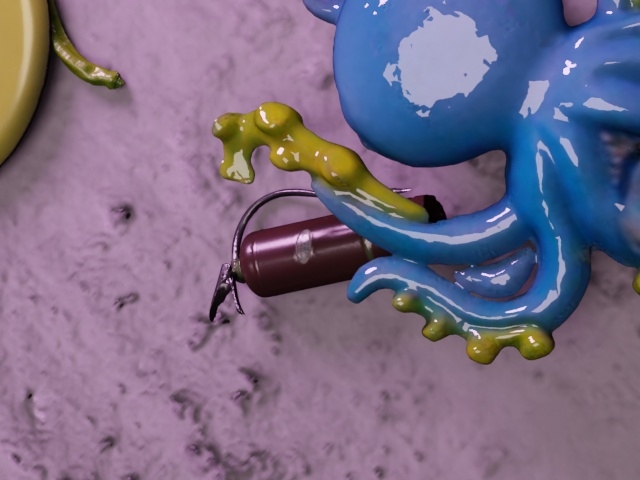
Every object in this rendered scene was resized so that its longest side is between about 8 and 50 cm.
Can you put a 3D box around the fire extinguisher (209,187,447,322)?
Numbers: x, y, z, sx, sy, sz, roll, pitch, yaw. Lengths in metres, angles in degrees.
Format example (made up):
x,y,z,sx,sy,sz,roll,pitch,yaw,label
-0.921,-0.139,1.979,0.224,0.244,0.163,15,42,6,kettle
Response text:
x,y,z,sx,sy,sz,roll,pitch,yaw,label
0.000,0.000,1.109,0.157,0.045,0.078,-13,65,23,fire extinguisher

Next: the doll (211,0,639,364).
x,y,z,sx,sy,sz,roll,pitch,yaw,label
0.143,-0.094,1.019,0.341,0.099,0.346,28,100,5,doll

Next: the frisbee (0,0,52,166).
x,y,z,sx,sy,sz,roll,pitch,yaw,label
-0.283,-0.142,1.197,0.236,0.017,0.236,4,99,24,frisbee

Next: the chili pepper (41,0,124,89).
x,y,z,sx,sy,sz,roll,pitch,yaw,label
-0.160,-0.128,1.162,0.083,0.017,0.030,46,101,7,chili pepper
